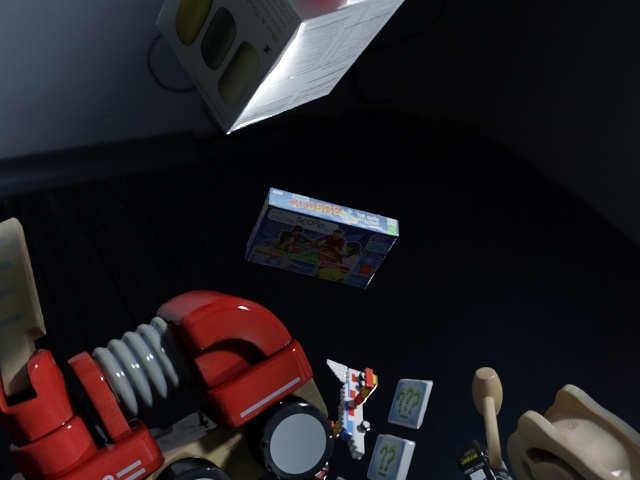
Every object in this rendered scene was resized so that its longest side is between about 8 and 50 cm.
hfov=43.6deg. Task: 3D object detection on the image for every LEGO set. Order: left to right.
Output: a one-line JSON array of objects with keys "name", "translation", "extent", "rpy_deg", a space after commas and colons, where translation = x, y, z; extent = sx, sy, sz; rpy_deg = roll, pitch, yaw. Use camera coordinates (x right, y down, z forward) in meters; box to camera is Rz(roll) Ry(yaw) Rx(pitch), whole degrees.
[{"name": "LEGO set", "translation": [0.033, 0.235, 0.913], "extent": [0.060, 0.182, 0.244], "rpy_deg": [21, 168, -14]}]

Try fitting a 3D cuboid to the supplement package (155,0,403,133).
[{"name": "supplement package", "translation": [-0.056, -0.312, 1.056], "extent": [0.198, 0.199, 0.263], "rpy_deg": [-28, 172, -34]}]

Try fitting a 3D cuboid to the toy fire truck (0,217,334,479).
[{"name": "toy fire truck", "translation": [-0.142, 0.086, 0.577], "extent": [0.217, 0.246, 0.158], "rpy_deg": [-29, -167, -21]}]

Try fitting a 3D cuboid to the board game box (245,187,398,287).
[{"name": "board game box", "translation": [0.000, 0.000, 1.215], "extent": [0.201, 0.035, 0.136], "rpy_deg": [14, 137, -13]}]

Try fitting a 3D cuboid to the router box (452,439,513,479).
[{"name": "router box", "translation": [0.269, 0.383, 1.223], "extent": [0.046, 0.133, 0.179], "rpy_deg": [-31, 151, 10]}]

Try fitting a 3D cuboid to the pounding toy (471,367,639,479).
[{"name": "pounding toy", "translation": [0.272, 0.276, 0.934], "extent": [0.155, 0.269, 0.154], "rpy_deg": [-27, 128, -21]}]
